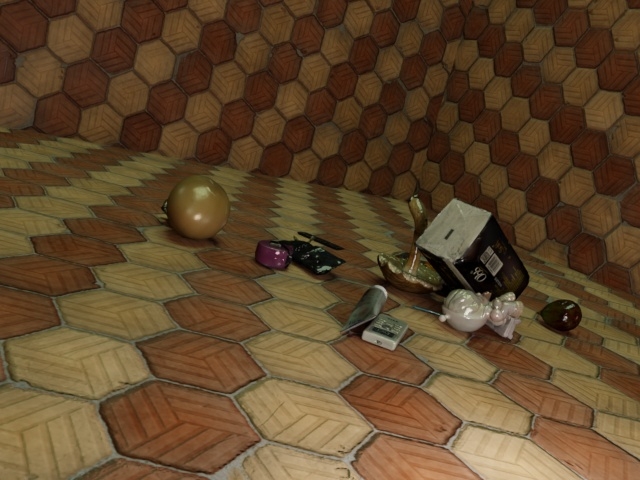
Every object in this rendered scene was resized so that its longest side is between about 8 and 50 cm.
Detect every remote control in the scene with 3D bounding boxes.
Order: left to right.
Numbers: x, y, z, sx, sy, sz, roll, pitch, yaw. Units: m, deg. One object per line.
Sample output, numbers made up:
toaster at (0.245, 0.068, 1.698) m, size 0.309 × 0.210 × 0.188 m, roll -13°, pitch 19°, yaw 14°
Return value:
remote control at (0.166, 0.226, 1.531) m, size 0.087 × 0.029 × 0.190 m, roll 19°, pitch 12°, yaw 16°

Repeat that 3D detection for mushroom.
mushroom at (0.289, 0.034, 1.984) m, size 0.207 × 0.302 × 0.233 m, roll -17°, pitch 22°, yaw -16°

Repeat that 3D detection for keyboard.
keyboard at (0.000, 0.000, 2.408) m, size 0.198 × 0.010 × 0.063 m, roll 23°, pitch 12°, yaw 31°

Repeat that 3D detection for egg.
egg at (-0.388, -0.098, 1.925) m, size 0.200 × 0.201 × 0.244 m, roll 15°, pitch 23°, yaw -1°

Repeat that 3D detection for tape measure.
tape measure at (-0.143, 0.039, 1.893) m, size 0.118 × 0.074 × 0.125 m, roll 13°, pitch 10°, yaw -8°

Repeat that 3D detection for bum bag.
bum bag at (-0.041, 0.046, 2.002) m, size 0.136 × 0.074 × 0.310 m, roll -7°, pitch 23°, yaw -37°

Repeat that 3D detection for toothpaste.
toothpaste at (0.126, 0.178, 1.603) m, size 0.100 × 0.066 × 0.323 m, roll -26°, pitch 1°, yaw 16°

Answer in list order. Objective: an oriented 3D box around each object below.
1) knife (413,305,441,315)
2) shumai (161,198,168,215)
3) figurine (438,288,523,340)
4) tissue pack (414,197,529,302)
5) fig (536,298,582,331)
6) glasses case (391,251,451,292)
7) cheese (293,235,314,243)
knife at (0.324, 0.212, 1.851) m, size 0.091 × 0.005 × 0.014 m, roll 16°, pitch 13°, yaw 7°
shumai at (-0.474, -0.087, 2.078) m, size 0.139 × 0.105 × 0.123 m, roll -2°, pitch 62°, yaw -28°
figurine at (0.446, 0.205, 1.764) m, size 0.256 × 0.145 × 0.182 m, roll 12°, pitch 32°, yaw -25°
tissue pack at (0.480, 0.062, 1.897) m, size 0.370 × 0.210 × 0.198 m, roll 47°, pitch -6°, yaw -41°
fig at (0.798, 0.249, 2.056) m, size 0.109 × 0.103 × 0.154 m, roll -18°, pitch 13°, yaw -26°
glasses case at (0.384, 0.112, 2.199) m, size 0.122 × 0.082 × 0.321 m, roll 2°, pitch 17°, yaw -40°
cheese at (-0.057, 0.003, 2.247) m, size 0.083 × 0.042 × 0.060 m, roll -3°, pitch 8°, yaw -10°
